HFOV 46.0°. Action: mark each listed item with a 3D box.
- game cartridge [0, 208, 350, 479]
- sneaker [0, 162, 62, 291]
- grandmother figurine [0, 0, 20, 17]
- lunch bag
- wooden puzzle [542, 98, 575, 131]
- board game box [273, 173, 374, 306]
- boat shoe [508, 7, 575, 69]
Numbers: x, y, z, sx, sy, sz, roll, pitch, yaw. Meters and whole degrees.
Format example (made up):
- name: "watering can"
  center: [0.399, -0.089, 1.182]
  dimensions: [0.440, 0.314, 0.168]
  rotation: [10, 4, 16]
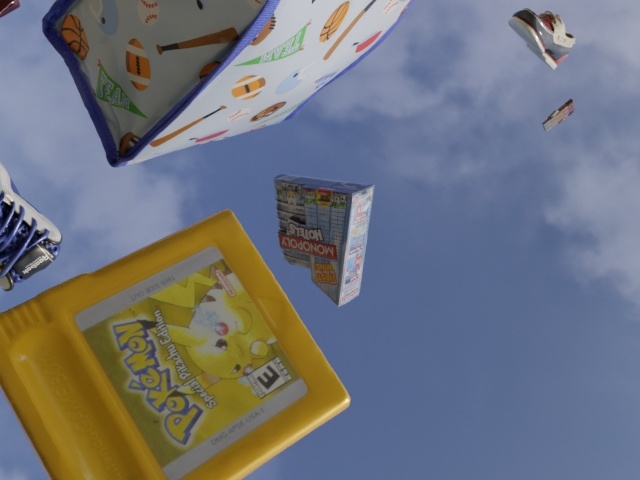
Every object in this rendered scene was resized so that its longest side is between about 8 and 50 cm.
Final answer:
- name: "game cartridge"
  center: [-0.166, 0.145, 0.838]
  dimensions: [0.285, 0.323, 0.053]
  rotation: [56, -31, 10]
- name: "sneaker"
  center: [-0.418, -0.039, 0.953]
  dimensions: [0.182, 0.315, 0.127]
  rotation: [43, -104, 1]
- name: "grandmother figurine"
  center: [-0.500, -0.381, 1.045]
  dimensions: [0.104, 0.207, 0.343]
  rotation: [17, -84, 46]
- name: "lunch bag"
  center: [-0.065, -0.283, 0.838]
  dimensions: [0.385, 0.327, 0.239]
  rotation: [-28, -88, 42]
- name: "wooden puzzle"
  center: [0.329, -0.173, 1.042]
  dimensions: [0.049, 0.083, 0.006]
  rotation: [-39, -105, 14]
- name: "board game box"
  center: [0.000, 0.000, 1.216]
  dimensions: [0.194, 0.060, 0.194]
  rotation: [10, -67, 40]
- name: "boat shoe"
  center: [0.240, -0.223, 0.807]
  dimensions: [0.043, 0.137, 0.049]
  rotation: [-48, -116, 18]
